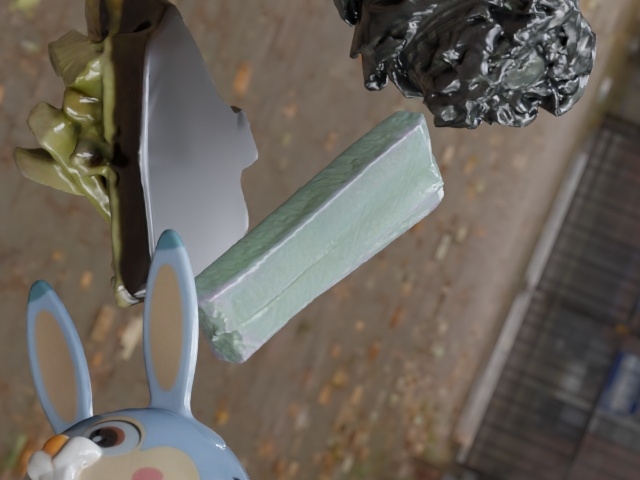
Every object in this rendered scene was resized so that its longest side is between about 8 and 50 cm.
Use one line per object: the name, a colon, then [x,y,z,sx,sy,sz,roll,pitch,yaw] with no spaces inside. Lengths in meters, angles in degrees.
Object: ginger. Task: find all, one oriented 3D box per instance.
ginger: [-0.230,-0.089,2.271,0.358,0.211,0.413,47,40,-59]

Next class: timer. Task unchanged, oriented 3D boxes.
timer: [-0.131,0.137,1.227,0.175,0.175,0.255,-15,87,-79]

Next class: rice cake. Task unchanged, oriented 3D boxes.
rice cake: [-0.001,0.000,1.351,0.222,0.042,0.080,-40,137,-25]

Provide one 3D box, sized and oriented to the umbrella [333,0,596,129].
umbrella: [0.046,-0.184,1.247,0.154,0.336,0.128,-42,138,-7]
